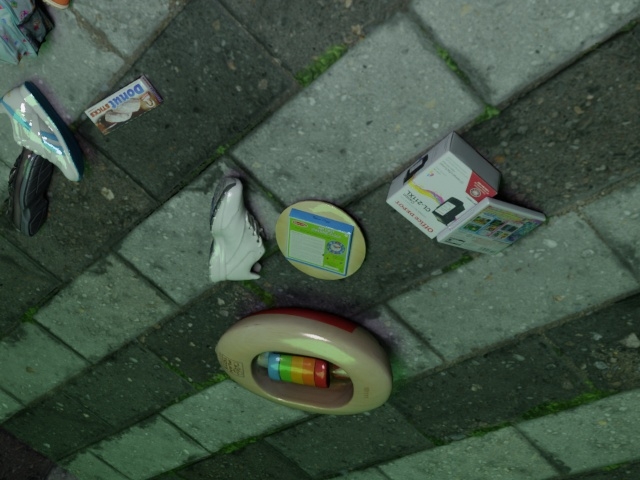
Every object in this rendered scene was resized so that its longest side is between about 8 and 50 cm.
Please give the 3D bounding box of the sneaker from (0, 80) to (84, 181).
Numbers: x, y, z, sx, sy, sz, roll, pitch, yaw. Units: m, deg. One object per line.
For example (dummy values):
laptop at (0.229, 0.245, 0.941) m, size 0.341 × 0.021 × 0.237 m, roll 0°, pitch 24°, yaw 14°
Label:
sneaker at (-0.593, -0.221, 1.496) m, size 0.092 × 0.087 × 0.229 m, roll -29°, pitch 110°, yaw 4°

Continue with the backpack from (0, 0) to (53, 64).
backpack at (-0.608, -0.422, 1.274) m, size 0.165 × 0.145 × 0.188 m, roll 15°, pitch 150°, yaw 9°

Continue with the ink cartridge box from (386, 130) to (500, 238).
ink cartridge box at (0.230, -0.100, 1.320) m, size 0.127 × 0.072 × 0.175 m, roll 37°, pitch 132°, yaw -15°

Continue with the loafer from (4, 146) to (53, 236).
loafer at (-0.697, -0.124, 1.631) m, size 0.095 × 0.109 × 0.303 m, roll 29°, pitch 137°, yaw 0°

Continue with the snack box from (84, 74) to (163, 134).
snack box at (-0.406, -0.277, 1.438) m, size 0.178 × 0.022 × 0.064 m, roll -19°, pitch 120°, yaw 33°

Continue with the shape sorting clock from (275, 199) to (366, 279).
shape sorting clock at (0.000, 0.000, 1.518) m, size 0.206 × 0.040 × 0.206 m, roll 13°, pitch 133°, yaw 15°

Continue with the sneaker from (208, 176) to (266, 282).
sneaker at (-0.182, -0.022, 1.544) m, size 0.129 × 0.111 × 0.297 m, roll 4°, pitch 137°, yaw -4°

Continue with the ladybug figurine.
ladybug figurine at (-0.037, 0.279, 1.696) m, size 0.449 × 0.162 × 0.305 m, roll 10°, pitch 132°, yaw 12°

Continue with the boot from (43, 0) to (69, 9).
boot at (-0.493, -0.496, 1.254) m, size 0.084 × 0.059 × 0.158 m, roll -18°, pitch 121°, yaw 26°

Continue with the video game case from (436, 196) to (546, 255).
video game case at (0.327, -0.024, 1.338) m, size 0.157 × 0.019 × 0.143 m, roll 13°, pitch 143°, yaw -31°
